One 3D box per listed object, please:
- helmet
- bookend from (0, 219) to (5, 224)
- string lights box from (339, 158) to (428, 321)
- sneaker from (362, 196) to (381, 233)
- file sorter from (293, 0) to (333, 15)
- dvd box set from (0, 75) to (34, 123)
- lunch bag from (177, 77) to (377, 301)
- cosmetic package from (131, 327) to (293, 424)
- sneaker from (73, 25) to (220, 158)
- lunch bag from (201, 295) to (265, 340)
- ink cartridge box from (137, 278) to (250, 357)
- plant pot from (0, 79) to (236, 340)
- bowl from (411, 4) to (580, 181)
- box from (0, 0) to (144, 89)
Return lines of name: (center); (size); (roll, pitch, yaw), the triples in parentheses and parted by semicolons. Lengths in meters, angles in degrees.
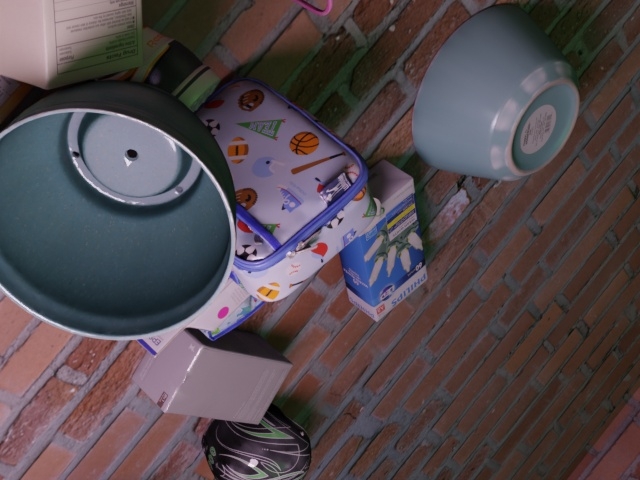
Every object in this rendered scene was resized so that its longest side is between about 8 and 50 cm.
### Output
helmet: (-0.104, 0.365, 2.079); (0.169, 0.161, 0.169); (-29, 137, -30)
bookend: (-0.448, -0.004, 1.369); (0.157, 0.072, 0.156); (-43, 144, -13)
string lights box: (0.101, 0.003, 2.080); (0.133, 0.077, 0.260); (-39, 142, -21)
sneaker: (-0.024, -0.064, 1.889); (0.235, 0.095, 0.090); (9, 119, -29)
file sorter: (0.054, -0.446, 1.569); (0.290, 0.182, 0.202); (-33, 140, -25)
dvd box set: (-0.533, -0.114, 1.298); (0.420, 0.062, 0.307); (-50, 144, -4)
lunch bag: (-0.087, -0.067, 1.624); (0.243, 0.303, 0.115); (-39, 145, -16)
cosmetic package: (-0.168, 0.208, 1.935); (0.238, 0.107, 0.127); (23, 101, -50)
sneaker: (-0.266, -0.137, 1.535); (0.321, 0.127, 0.126); (-44, -175, 26)
lunch bag: (-0.145, 0.054, 1.808); (0.151, 0.129, 0.096); (-31, 139, -26)
ink cartridge box: (-0.141, -0.001, 1.725); (0.371, 0.176, 0.069); (-44, 144, -13)
plant pot: (-0.227, -0.062, 1.379); (0.196, 0.293, 0.293); (-81, 179, -56)
bowl: (0.321, -0.225, 2.064); (0.311, 0.163, 0.311); (-28, 136, -31)
box: (-0.280, -0.330, 1.289); (0.148, 0.121, 0.311); (-24, 125, -47)
